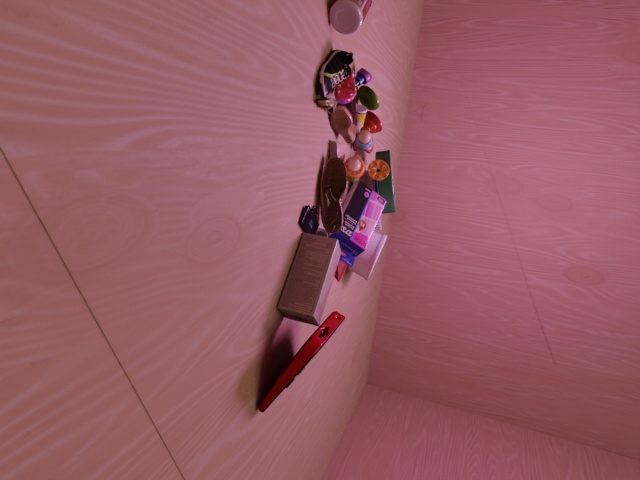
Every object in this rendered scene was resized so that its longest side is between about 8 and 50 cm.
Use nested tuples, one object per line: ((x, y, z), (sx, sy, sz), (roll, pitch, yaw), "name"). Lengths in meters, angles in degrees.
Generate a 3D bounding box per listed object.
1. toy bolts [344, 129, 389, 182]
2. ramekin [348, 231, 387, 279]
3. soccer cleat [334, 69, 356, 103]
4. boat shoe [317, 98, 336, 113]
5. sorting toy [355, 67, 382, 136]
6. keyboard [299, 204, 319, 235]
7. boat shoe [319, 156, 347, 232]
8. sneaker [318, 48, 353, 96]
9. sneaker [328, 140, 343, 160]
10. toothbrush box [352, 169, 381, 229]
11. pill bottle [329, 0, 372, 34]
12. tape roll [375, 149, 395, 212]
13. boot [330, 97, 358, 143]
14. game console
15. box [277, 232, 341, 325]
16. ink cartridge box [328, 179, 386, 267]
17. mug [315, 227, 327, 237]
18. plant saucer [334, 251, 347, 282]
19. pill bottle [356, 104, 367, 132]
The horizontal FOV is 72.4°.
((0.218, -0.393, 2.022), (0.158, 0.218, 0.229), (74, 22, -82), "toy bolts")
((0.260, 0.071, 2.451), (0.278, 0.135, 0.277), (-63, 171, -18), "ramekin")
((0.091, -0.565, 1.657), (0.248, 0.082, 0.095), (-84, -174, -46), "soccer cleat")
((0.026, -0.489, 1.591), (0.153, 0.056, 0.048), (-49, 142, -72), "boat shoe")
((0.189, -0.609, 2.022), (0.126, 0.127, 0.366), (-42, 148, -13), "sorting toy")
((-0.040, -0.077, 1.682), (0.180, 0.023, 0.108), (62, 48, -65), "keyboard")
((0.042, -0.185, 1.774), (0.098, 0.109, 0.303), (-150, -121, -70), "boat shoe")
((0.061, -0.605, 1.555), (0.084, 0.097, 0.235), (72, 33, -56), "sneaker")
((0.065, -0.342, 1.805), (0.070, 0.050, 0.135), (-23, 118, -64), "sneaker")
((0.249, -0.203, 2.297), (0.296, 0.126, 0.217), (62, 29, -65), "toothbrush box")
((0.117, -0.842, 1.553), (0.121, 0.121, 0.216), (77, 29, -52), "pill bottle")
((0.340, -0.302, 2.266), (0.321, 0.077, 0.322), (-6, 90, -79), "tape roll")
((0.100, -0.543, 1.794), (0.248, 0.090, 0.207), (52, 39, -66), "boot")
((-0.057, 0.440, 1.634), (0.342, 0.060, 0.386), (-56, 170, 19), "game console")
((-0.035, 0.140, 1.620), (0.121, 0.147, 0.312), (71, 35, -60), "box")
((0.160, -0.079, 2.009), (0.069, 0.175, 0.371), (-16, -136, 62), "ink cartridge box")
((-0.002, -0.003, 1.791), (0.064, 0.062, 0.078), (77, 34, -71), "mug")
((0.109, 0.031, 2.184), (0.259, 0.047, 0.259), (-59, 153, -48), "plant saucer")
((0.167, -0.548, 1.976), (0.116, 0.065, 0.065), (104, 10, -46), "pill bottle")
